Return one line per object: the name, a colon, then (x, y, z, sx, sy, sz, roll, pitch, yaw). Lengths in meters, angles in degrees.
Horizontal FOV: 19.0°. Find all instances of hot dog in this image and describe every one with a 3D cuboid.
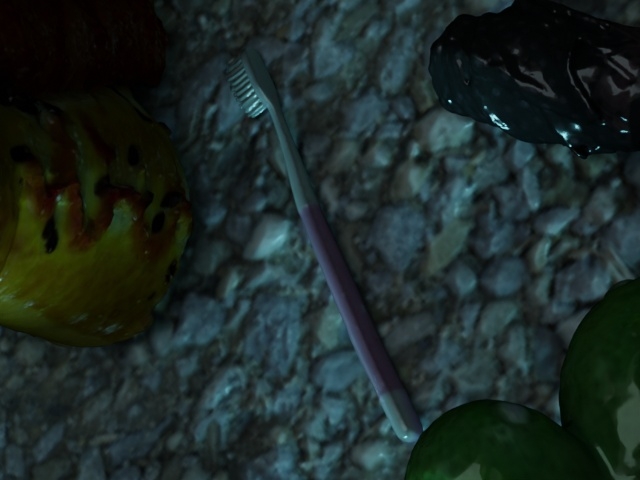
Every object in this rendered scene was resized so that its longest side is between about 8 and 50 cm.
hot dog: (-0.232, -0.134, 1.152, 0.196, 0.365, 0.367, -17, 73, 24)

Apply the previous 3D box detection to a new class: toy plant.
toy plant: (0.164, 0.143, 0.987, 0.218, 0.175, 0.235, -21, 73, -19)

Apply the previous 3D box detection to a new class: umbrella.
umbrella: (0.210, -0.074, 1.046, 0.326, 0.094, 0.090, 15, 88, 30)

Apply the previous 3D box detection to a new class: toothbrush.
toothbrush: (0.000, 0.000, 1.194, 0.025, 0.020, 0.286, -37, 64, 28)
